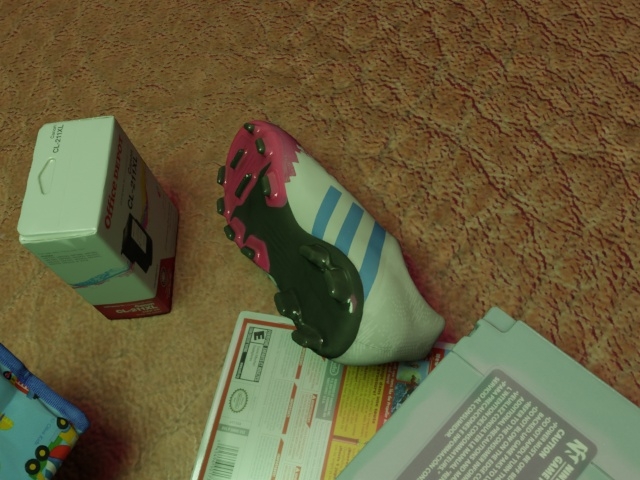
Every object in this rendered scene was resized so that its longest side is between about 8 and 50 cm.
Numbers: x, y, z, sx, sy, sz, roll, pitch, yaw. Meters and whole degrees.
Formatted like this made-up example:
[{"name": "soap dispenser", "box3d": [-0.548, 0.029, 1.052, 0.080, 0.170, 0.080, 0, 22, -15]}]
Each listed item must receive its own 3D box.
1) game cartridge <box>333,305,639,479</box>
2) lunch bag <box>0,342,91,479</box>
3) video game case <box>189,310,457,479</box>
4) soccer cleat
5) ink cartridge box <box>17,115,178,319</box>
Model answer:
[{"name": "game cartridge", "box3d": [0.118, 0.215, 0.529, 0.198, 0.062, 0.297, 40, 75, 22]}, {"name": "lunch bag", "box3d": [-0.364, 0.206, 0.537, 0.293, 0.138, 0.221, -19, 30, 35]}, {"name": "video game case", "box3d": [0.037, 0.178, 0.608, 0.285, 0.025, 0.204, 7, 63, 14]}, {"name": "soccer cleat", "box3d": [0.000, 0.000, 0.676, 0.116, 0.143, 0.331, -58, 39, 24]}, {"name": "ink cartridge box", "box3d": [-0.204, -0.016, 0.669, 0.072, 0.175, 0.127, -5, 61, 7]}]
